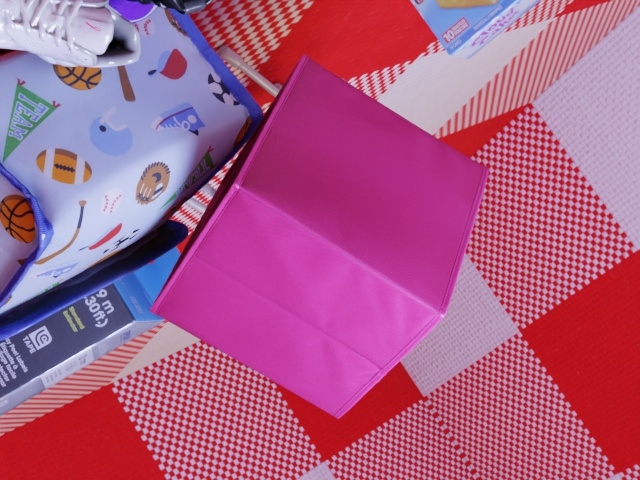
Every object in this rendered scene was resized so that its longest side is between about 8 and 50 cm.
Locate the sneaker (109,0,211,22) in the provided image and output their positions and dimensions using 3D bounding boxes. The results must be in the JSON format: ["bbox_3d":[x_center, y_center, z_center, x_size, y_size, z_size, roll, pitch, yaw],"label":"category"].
[{"bbox_3d":[-0.156,-0.258,1.053,0.102,0.146,0.293,-30,169,-21],"label":"sneaker"}]

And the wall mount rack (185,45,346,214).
[{"bbox_3d":[-0.123,-0.138,1.665,0.350,0.130,0.304,-51,170,6],"label":"wall mount rack"}]

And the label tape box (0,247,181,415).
[{"bbox_3d":[-0.363,0.047,1.531,0.348,0.249,0.115,-31,170,-15],"label":"label tape box"}]

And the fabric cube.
[{"bbox_3d":[0.000,0.000,1.304,0.259,0.258,0.254,-52,-168,45],"label":"fabric cube"}]

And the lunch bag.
[{"bbox_3d":[-0.296,-0.057,1.291,0.328,0.239,0.385,-33,176,-41],"label":"lunch bag"}]

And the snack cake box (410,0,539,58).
[{"bbox_3d":[0.259,-0.403,1.640,0.264,0.152,0.089,-39,168,24],"label":"snack cake box"}]

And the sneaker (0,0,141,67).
[{"bbox_3d":[-0.246,-0.205,1.022,0.232,0.115,0.090,-1,103,-61],"label":"sneaker"}]
